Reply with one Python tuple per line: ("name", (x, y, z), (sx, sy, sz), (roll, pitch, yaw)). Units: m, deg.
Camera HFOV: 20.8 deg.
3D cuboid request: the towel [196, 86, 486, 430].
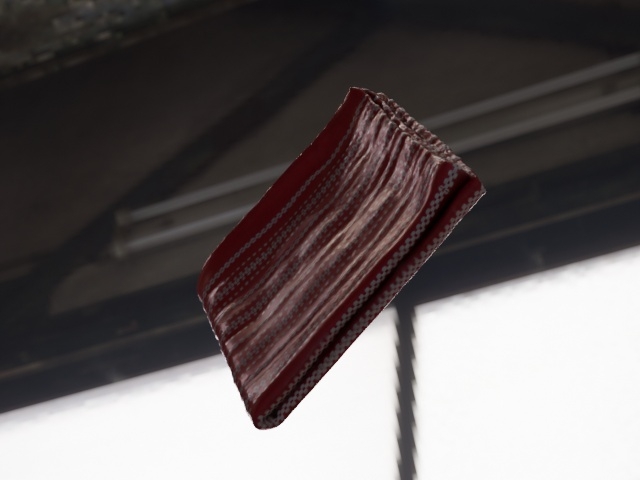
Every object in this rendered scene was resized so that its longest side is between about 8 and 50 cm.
("towel", (0.000, 0.000, 1.114), (0.031, 0.199, 0.275), (39, -175, -18))
